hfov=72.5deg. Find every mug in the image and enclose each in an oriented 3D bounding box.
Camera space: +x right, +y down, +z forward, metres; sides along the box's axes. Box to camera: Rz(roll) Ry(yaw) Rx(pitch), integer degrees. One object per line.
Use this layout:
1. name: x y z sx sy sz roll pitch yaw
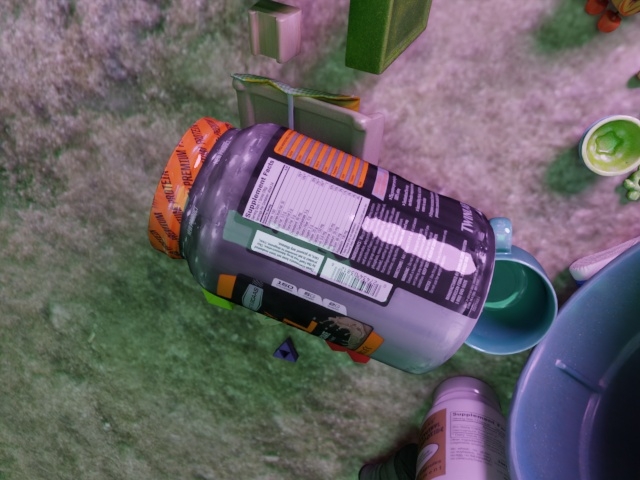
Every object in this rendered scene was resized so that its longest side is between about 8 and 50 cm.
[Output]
1. mug: 0.235 0.057 0.566 0.129 0.097 0.158 32 113 5

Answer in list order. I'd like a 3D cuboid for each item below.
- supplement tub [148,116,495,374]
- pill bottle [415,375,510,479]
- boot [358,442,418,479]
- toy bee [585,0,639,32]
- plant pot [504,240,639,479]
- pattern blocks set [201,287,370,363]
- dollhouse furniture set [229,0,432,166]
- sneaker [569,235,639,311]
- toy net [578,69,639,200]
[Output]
1. supplement tub: 0.000 0.000 0.502 0.337 0.207 0.207 23 113 -2
2. pill bottle: 0.196 0.291 0.582 0.131 0.229 0.131 5 109 15
3. boot: 0.162 0.451 0.677 0.247 0.083 0.161 59 141 29
4. toy bee: 0.334 -0.290 0.412 0.298 0.162 0.195 -1 76 4
5. plant pot: 0.413 0.199 0.373 0.334 0.341 0.341 35 114 0
6. pattern blocks set: -0.061 0.054 0.678 0.285 0.026 0.325 -4 115 18
7. dollhouse furniture set: 0.008 -0.213 0.563 0.197 0.151 0.302 23 142 15
8. sneaker: 0.399 0.042 0.530 0.152 0.058 0.085 -27 92 27
9. toy net: 0.402 -0.155 0.473 0.122 0.045 0.232 38 114 2
